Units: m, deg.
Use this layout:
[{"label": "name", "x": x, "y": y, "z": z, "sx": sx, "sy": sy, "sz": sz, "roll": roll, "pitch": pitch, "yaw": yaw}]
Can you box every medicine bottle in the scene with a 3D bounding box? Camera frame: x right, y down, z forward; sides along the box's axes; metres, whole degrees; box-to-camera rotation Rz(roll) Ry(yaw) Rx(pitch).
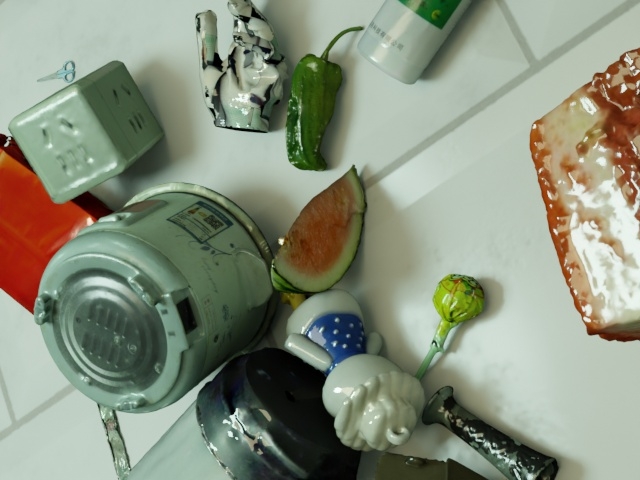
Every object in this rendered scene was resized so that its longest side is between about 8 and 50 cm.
[{"label": "medicine bottle", "x": 0.152, "y": -0.324, "z": 1.547, "sx": 0.095, "sy": 0.095, "sz": 0.260, "roll": 44, "pitch": 106, "yaw": 30}]

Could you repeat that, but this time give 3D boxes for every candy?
[{"label": "candy", "x": 0.142, "y": 0.127, "z": 1.526, "sx": 0.062, "sy": 0.058, "sz": 0.194, "roll": 25, "pitch": 110, "yaw": 2}]

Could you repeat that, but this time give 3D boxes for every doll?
[{"label": "doll", "x": 0.036, "y": 0.153, "z": 1.520, "sx": 0.293, "sy": 0.138, "sz": 0.119, "roll": 52, "pitch": 128, "yaw": 47}]

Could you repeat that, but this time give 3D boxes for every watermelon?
[{"label": "watermelon", "x": -0.005, "y": -0.002, "z": 1.559, "sx": 0.063, "sy": 0.245, "sz": 0.119, "roll": 8, "pitch": 126, "yaw": 27}]

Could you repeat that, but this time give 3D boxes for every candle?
[{"label": "candle", "x": -0.114, "y": 0.310, "z": 1.567, "sx": 0.342, "sy": 0.221, "sz": 0.221, "roll": -49, "pitch": 60, "yaw": 22}]

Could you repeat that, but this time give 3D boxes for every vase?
[{"label": "vase", "x": 0.198, "y": 0.237, "z": 1.460, "sx": 0.167, "sy": 0.059, "sz": 0.059, "roll": 33, "pitch": 102, "yaw": 33}]

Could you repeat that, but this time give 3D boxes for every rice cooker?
[{"label": "rice cooker", "x": -0.206, "y": 0.071, "z": 1.620, "sx": 0.316, "sy": 0.316, "sz": 0.264, "roll": -14, "pitch": 102, "yaw": 32}]

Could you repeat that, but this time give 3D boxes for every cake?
[{"label": "cake", "x": 0.399, "y": -0.057, "z": 1.236, "sx": 0.319, "sy": 0.269, "sz": 0.270, "roll": -27, "pitch": 70, "yaw": 27}]

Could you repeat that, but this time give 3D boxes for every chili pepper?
[{"label": "chili pepper", "x": -0.010, "y": -0.196, "z": 1.657, "sx": 0.072, "sy": 0.073, "sz": 0.204, "roll": 8, "pitch": 86, "yaw": 48}]

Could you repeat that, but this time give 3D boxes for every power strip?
[{"label": "power strip", "x": -0.328, "y": -0.168, "z": 1.803, "sx": 0.139, "sy": 0.224, "sz": 0.140, "roll": -26, "pitch": 103, "yaw": 21}]

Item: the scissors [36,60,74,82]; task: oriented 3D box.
[{"label": "scissors", "x": -0.425, "y": -0.264, "z": 1.981, "sx": 0.083, "sy": 0.006, "sz": 0.036, "roll": -11, "pitch": 79, "yaw": 33}]

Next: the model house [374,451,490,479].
[{"label": "model house", "x": 0.176, "y": 0.388, "z": 1.400, "sx": 0.243, "sy": 0.211, "sz": 0.204, "roll": 3, "pitch": 130, "yaw": 7}]

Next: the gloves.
[{"label": "gloves", "x": -0.106, "y": -0.260, "z": 1.708, "sx": 0.127, "sy": 0.111, "sz": 0.212, "roll": 8, "pitch": 91, "yaw": 59}]

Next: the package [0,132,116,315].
[{"label": "package", "x": -0.422, "y": -0.007, "z": 1.875, "sx": 0.423, "sy": 0.123, "sz": 0.196, "roll": 35, "pitch": 101, "yaw": 31}]

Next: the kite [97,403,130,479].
[{"label": "kite", "x": -0.274, "y": 0.368, "z": 1.792, "sx": 0.335, "sy": 0.011, "sz": 0.314, "roll": -26, "pitch": 69, "yaw": 28}]
